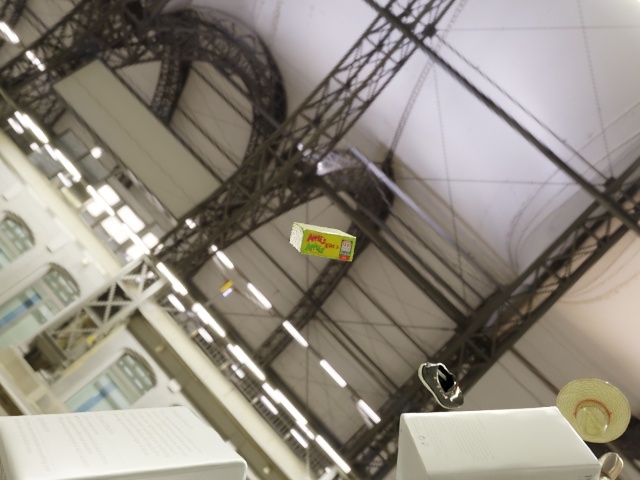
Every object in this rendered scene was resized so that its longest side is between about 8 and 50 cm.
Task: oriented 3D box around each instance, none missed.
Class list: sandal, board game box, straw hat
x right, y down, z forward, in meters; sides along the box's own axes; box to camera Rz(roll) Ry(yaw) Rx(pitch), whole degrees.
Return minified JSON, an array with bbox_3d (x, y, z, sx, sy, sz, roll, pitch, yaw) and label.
[{"bbox_3d":[0.696,0.654,1.677,0.079,0.240,0.088,50,-13,-11],"label":"sandal"},{"bbox_3d":[0.000,0.000,1.213,0.092,0.043,0.181,9,4,-9],"label":"board game box"},{"bbox_3d":[0.520,0.342,1.264,0.144,0.061,0.145,10,-66,24],"label":"straw hat"}]

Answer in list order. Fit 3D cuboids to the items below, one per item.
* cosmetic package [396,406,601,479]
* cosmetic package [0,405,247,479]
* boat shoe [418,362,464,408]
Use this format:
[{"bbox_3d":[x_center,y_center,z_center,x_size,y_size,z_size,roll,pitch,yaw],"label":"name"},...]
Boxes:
[{"bbox_3d":[0.224,0.358,0.884,0.138,0.224,0.224,-113,-157,-69],"label":"cosmetic package"},{"bbox_3d":[-0.393,0.522,1.230,0.329,0.393,0.328,11,-85,58],"label":"cosmetic package"},{"bbox_3d":[0.234,0.274,1.233,0.042,0.049,0.133,-13,-49,40],"label":"boat shoe"}]
